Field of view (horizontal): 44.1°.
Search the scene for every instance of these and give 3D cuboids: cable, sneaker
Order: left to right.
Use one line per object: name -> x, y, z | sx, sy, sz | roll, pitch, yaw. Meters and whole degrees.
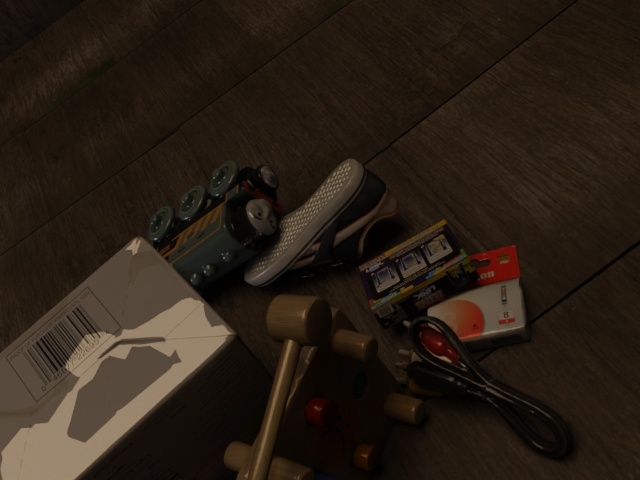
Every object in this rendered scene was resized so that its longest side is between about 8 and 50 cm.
sneaker -> 0.000, 0.000, 1.382 | 0.321, 0.127, 0.126 | -39, 31, 34
cable -> 0.219, 0.186, 1.086 | 0.287, 0.139, 0.072 | 17, 24, 34

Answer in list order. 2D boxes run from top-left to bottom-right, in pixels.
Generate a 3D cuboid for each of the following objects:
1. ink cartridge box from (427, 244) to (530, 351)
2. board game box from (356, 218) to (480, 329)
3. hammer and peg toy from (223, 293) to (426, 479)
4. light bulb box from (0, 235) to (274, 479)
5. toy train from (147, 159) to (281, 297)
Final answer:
ink cartridge box -> 0.237, 0.083, 1.209 | 0.145, 0.045, 0.179 | -15, 50, 20
board game box -> 0.151, 0.052, 1.259 | 0.170, 0.048, 0.141 | -29, 26, 8
hammer and peg toy -> -0.013, 0.229, 1.011 | 0.127, 0.361, 0.266 | 9, 60, 37
light bulb box -> -0.249, 0.252, 1.096 | 0.358, 0.361, 0.225 | -42, 58, -11
toy train -> -0.204, -0.006, 1.460 | 0.334, 0.142, 0.190 | -31, 43, 30
